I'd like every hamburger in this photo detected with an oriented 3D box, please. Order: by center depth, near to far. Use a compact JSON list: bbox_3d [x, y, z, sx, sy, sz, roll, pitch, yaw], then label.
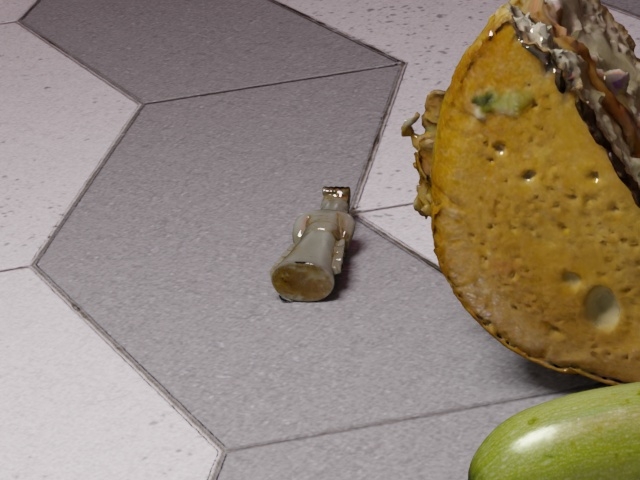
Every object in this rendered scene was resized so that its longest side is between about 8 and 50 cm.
[{"bbox_3d":[0.243,-0.037,1.789,0.287,0.445,0.268,-27,16,30],"label":"hamburger"}]

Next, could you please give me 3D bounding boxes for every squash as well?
[{"bbox_3d":[0.246,0.191,1.545,0.247,0.132,0.132,-8,25,-4],"label":"squash"}]

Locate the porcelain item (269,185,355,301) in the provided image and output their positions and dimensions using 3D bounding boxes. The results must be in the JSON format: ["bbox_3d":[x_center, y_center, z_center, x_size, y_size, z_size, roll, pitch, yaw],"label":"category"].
[{"bbox_3d":[0.000,0.000,2.090,0.084,0.054,0.213,2,27,12],"label":"porcelain item"}]
